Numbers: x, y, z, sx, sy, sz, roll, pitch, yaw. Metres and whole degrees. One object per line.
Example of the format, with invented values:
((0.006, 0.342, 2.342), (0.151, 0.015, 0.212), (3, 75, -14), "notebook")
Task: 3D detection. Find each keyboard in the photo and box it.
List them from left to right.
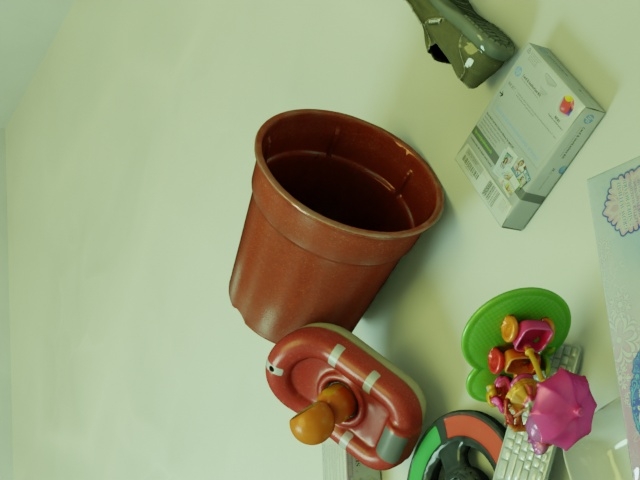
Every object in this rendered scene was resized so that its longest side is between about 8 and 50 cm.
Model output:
((0.239, 0.239, 1.214), (0.072, 0.014, 0.256), (10, 80, 48), "keyboard")

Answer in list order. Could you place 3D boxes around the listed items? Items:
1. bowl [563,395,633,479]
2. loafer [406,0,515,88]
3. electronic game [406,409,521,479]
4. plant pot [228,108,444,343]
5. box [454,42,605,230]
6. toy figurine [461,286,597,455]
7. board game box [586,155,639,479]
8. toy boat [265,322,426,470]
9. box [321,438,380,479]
((0.328, 0.239, 1.084), (0.142, 0.053, 0.142), (-49, 43, 41), "bowl")
((0.165, -0.291, 1.439), (0.087, 0.094, 0.251), (-59, 38, 24), "loafer")
((0.179, 0.325, 1.306), (0.229, 0.048, 0.229), (-21, 65, 55), "electronic game")
((0.000, 0.000, 1.499), (0.265, 0.272, 0.272), (-67, 33, 37), "plant pot")
((0.253, -0.129, 1.310), (0.186, 0.038, 0.145), (-61, 37, 31), "box")
((0.230, 0.166, 1.141), (0.159, 0.130, 0.173), (-109, 30, -51), "toy figurine")
((0.401, 0.038, 0.940), (0.318, 0.066, 0.318), (-29, 57, 46), "board game box")
((0.015, 0.219, 1.401), (0.231, 0.151, 0.151), (35, 127, 24), "toy boat")
((0.046, 0.373, 1.493), (0.067, 0.063, 0.324), (-27, 60, 51), "box")
